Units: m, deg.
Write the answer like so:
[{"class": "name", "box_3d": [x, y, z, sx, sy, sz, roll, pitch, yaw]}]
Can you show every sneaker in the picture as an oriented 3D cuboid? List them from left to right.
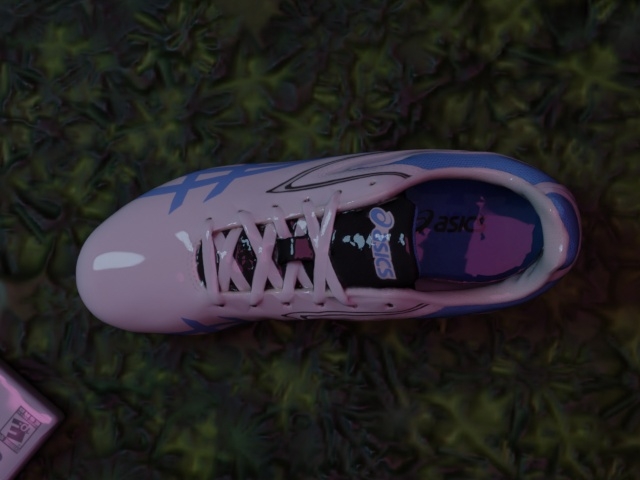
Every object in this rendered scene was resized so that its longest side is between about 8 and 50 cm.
[{"class": "sneaker", "box_3d": [0.000, 0.000, 0.415, 0.237, 0.086, 0.085, -7, 89, 3]}]

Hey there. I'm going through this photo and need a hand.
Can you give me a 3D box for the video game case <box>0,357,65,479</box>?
[{"class": "video game case", "box_3d": [-0.232, 0.093, 0.451, 0.157, 0.019, 0.143, 40, 89, 3]}]
